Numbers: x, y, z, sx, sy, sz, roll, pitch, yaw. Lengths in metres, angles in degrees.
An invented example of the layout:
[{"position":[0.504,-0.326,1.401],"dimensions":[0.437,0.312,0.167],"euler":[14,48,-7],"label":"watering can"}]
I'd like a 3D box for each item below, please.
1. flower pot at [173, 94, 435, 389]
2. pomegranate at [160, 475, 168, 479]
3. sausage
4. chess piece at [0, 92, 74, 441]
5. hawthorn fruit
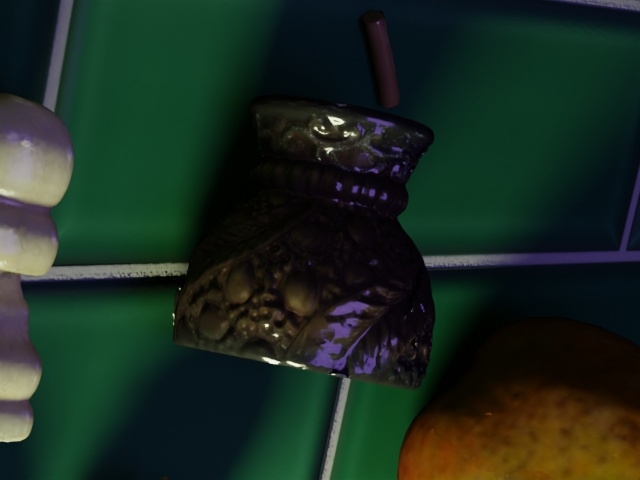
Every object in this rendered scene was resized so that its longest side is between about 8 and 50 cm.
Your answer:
[{"position":[0.000,0.000,1.923],"dimensions":[0.266,0.266,0.267],"euler":[16,84,-48],"label":"flower pot"},{"position":[-0.167,0.367,1.933],"dimensions":[0.210,0.210,0.235],"euler":[-17,111,-41],"label":"pomegranate"},{"position":[0.067,-0.196,2.070],"dimensions":[0.026,0.026,0.116],"euler":[-36,131,-31],"label":"sausage"},{"position":[-0.300,0.018,1.687],"dimensions":[0.167,0.167,0.300],"euler":[16,91,-48],"label":"chess piece"},{"position":[0.329,0.333,2.270],"dimensions":[0.471,0.471,0.472],"euler":[-21,121,-40],"label":"hawthorn fruit"}]
